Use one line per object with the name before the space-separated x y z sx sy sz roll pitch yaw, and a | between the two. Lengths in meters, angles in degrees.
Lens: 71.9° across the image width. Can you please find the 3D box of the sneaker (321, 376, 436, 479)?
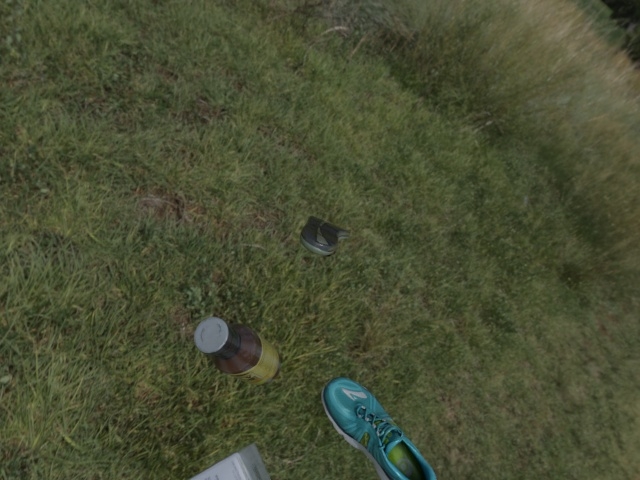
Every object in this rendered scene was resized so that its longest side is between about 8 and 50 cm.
sneaker | 0.117 0.370 0.855 0.107 0.110 0.275 -39 73 -26

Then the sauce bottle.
sauce bottle | -0.178 0.245 0.973 0.111 0.344 0.112 -5 64 10

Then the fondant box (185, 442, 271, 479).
fondant box | -0.249 0.465 0.721 0.330 0.238 0.096 -26 72 -11

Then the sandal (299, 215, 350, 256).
sandal | -0.002 0.000 1.165 0.120 0.086 0.303 25 15 9
